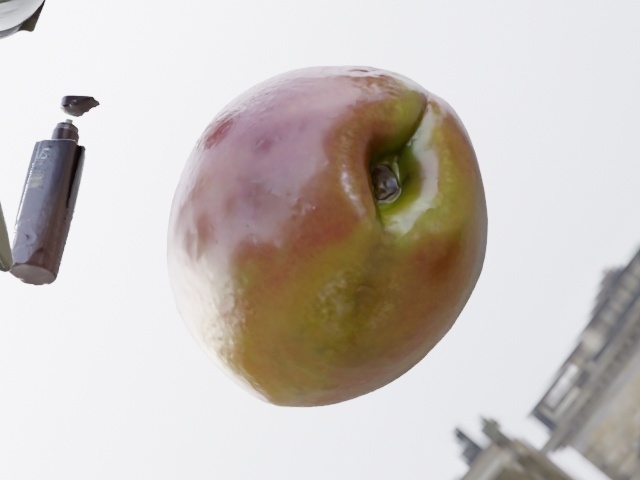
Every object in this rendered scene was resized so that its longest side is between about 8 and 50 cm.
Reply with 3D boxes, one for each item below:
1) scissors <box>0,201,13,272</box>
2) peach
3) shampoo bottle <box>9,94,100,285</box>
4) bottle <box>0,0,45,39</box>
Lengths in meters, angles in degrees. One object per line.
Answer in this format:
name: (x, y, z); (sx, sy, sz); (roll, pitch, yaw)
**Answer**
scissors: (-0.344, -0.064, 1.618); (0.138, 0.041, 0.289); (-51, -30, -29)
peach: (0.000, 0.000, 1.522); (0.308, 0.308, 0.332); (-33, -13, -34)
shampoo bottle: (-0.316, -0.065, 1.984); (0.067, 0.068, 0.236); (84, -167, -65)
bottle: (-0.376, -0.313, 1.867); (0.168, 0.168, 0.347); (-46, 5, -11)
